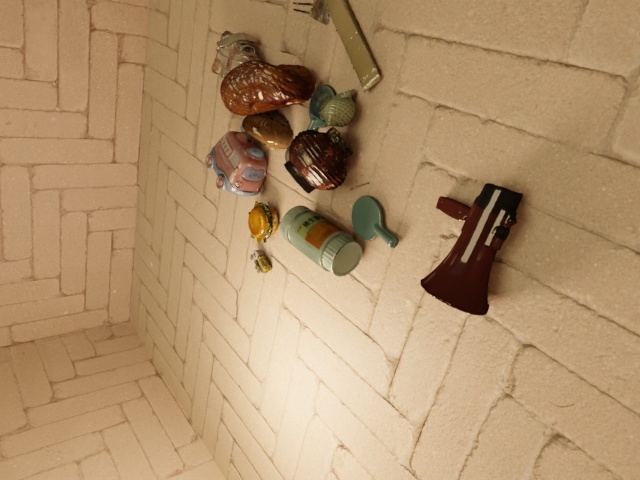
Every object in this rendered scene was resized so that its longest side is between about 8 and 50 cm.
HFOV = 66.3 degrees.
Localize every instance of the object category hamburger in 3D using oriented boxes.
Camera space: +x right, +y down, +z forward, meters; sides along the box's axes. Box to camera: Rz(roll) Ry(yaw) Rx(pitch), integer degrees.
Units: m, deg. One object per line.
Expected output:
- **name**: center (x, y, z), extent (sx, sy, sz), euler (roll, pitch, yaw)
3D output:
- **hamburger**: center (-0.249, -0.078, 2.145), extent (0.189, 0.093, 0.164), euler (-45, 59, 43)

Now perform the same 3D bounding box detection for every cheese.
- **cheese**: center (0.105, -0.685, 1.649), extent (0.085, 0.034, 0.400), euler (-35, 69, 44)

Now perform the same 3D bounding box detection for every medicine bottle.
- **medicine bottle**: center (0.000, 0.000, 1.795), extent (0.318, 0.158, 0.158), euler (36, 123, 42)

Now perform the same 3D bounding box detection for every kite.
- **kite**: center (-0.026, -0.875, 1.805), extent (0.229, 0.016, 0.127), euler (35, 119, 39)

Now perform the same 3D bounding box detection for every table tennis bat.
- **table tennis bat**: center (0.180, -0.054, 1.660), extent (0.244, 0.040, 0.153), euler (46, 130, 42)
- **table tennis bat**: center (-0.010, -0.465, 1.833), extent (0.149, 0.038, 0.237), euler (54, 131, 31)

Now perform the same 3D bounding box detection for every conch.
- **conch**: center (0.062, -0.445, 1.680), extent (0.135, 0.153, 0.102), euler (12, 132, 40)

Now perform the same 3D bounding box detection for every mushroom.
- **mushroom**: center (-0.247, -0.466, 2.034), extent (0.286, 0.151, 0.156), euler (40, 124, 40)

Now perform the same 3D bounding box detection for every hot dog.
- **hot dog**: center (-0.205, -0.583, 1.860), extent (0.388, 0.267, 0.174), euler (0, 98, 39)

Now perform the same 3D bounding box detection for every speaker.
- **speaker**: center (0.412, 0.005, 1.337), extent (0.259, 0.198, 0.329), euler (-93, 23, -79)

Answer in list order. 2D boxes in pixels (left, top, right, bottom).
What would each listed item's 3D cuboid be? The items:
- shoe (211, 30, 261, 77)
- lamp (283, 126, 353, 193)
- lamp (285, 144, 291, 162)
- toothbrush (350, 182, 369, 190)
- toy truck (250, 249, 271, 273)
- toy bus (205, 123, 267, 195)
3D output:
- **shoe**: center (-0.349, -0.784, 2.094), extent (0.351, 0.172, 0.198), euler (32, 117, 42)
- **lamp**: center (-0.001, -0.283, 1.707), extent (0.247, 0.247, 0.247), euler (11, 104, 50)
- **lamp**: center (-0.087, -0.325, 1.894), extent (0.105, 0.105, 0.105), euler (11, 104, 50)
- **toothbrush**: center (0.135, -0.189, 1.716), extent (0.097, 0.006, 0.008), euler (-14, 86, 51)
- **toy truck**: center (-0.268, 0.097, 2.230), extent (0.123, 0.052, 0.063), euler (57, 131, 27)
- **toy bus**: center (-0.351, -0.350, 2.162), extent (0.232, 0.197, 0.294), euler (-50, 56, 31)
